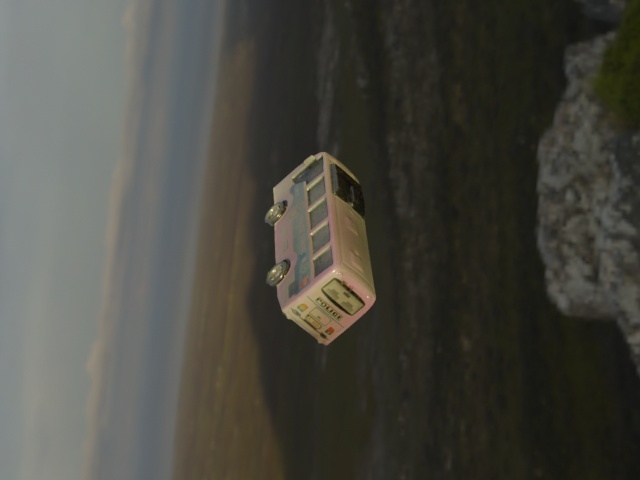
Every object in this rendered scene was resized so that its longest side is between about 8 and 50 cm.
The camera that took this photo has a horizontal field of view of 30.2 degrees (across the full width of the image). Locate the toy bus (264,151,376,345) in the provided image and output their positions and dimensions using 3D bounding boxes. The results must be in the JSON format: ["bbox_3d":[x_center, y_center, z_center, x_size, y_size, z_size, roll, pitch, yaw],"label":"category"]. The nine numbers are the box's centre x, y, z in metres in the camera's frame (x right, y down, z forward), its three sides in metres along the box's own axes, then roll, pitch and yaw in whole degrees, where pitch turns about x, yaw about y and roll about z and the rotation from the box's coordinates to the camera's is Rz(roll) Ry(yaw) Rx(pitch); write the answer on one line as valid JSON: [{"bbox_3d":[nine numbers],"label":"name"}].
[{"bbox_3d":[0.000,0.000,0.636,0.052,0.037,0.131,-41,25,21],"label":"toy bus"}]
